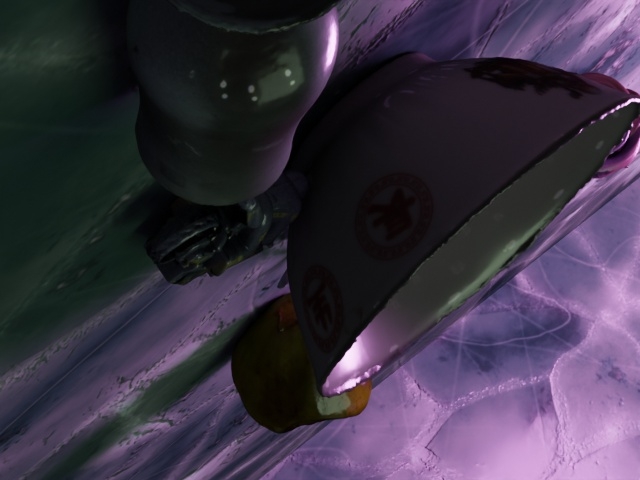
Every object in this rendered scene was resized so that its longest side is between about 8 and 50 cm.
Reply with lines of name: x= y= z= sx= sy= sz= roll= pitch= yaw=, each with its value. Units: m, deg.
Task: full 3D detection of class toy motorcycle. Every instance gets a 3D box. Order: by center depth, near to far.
toy motorcycle: x=-0.063 y=-0.014 z=1.019 sx=0.124 sy=0.061 sz=0.193 roll=-34 pitch=174 yaw=-3

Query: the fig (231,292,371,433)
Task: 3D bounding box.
fig: x=-0.024 y=0.126 z=1.532 sx=0.144 sy=0.154 sz=0.166 roll=-21 pitch=131 yaw=-19

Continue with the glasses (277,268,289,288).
glasses: x=0.000 y=0.000 z=1.361 sx=0.103 sy=0.063 sz=0.140 roll=-22 pitch=-176 yaw=42

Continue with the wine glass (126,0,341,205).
wine glass: x=-0.044 y=-0.095 z=0.687 sx=0.103 sy=0.103 sz=0.231 roll=-37 pitch=171 yaw=-18

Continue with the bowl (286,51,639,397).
bowl: x=0.079 y=-0.044 z=1.122 sx=0.337 sy=0.157 sz=0.337 roll=-40 pitch=168 yaw=-10

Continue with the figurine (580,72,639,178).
figurine: x=0.307 y=-0.141 z=1.664 sx=0.126 sy=0.114 sz=0.157 roll=-9 pitch=-164 yaw=-5
